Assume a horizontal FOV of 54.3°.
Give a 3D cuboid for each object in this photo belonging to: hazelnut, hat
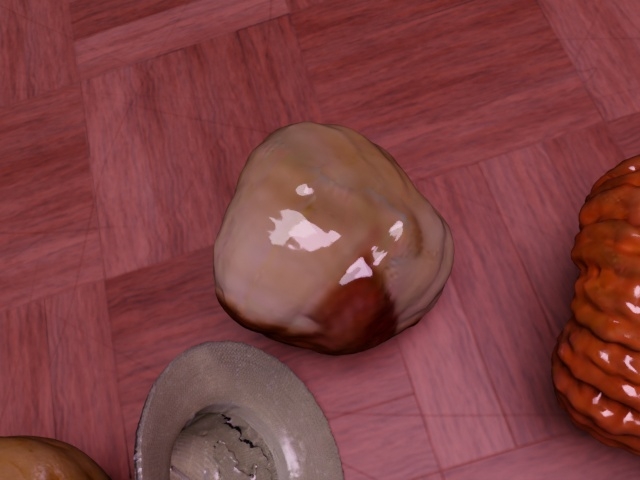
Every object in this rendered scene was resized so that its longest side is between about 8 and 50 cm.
[{"bbox_3d":[0.000,0.000,0.674,0.261,0.241,0.261,6,72,-19],"label":"hazelnut"},{"bbox_3d":[-0.104,0.238,0.608,0.130,0.257,0.257,-33,61,31],"label":"hat"},{"bbox_3d":[0.401,0.065,0.486,0.400,0.285,0.285,9,67,36],"label":"hat"}]

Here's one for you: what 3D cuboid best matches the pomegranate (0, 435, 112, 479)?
[{"bbox_3d":[-0.286,0.321,0.531,0.307,0.307,0.307,-3,67,8],"label":"pomegranate"}]
